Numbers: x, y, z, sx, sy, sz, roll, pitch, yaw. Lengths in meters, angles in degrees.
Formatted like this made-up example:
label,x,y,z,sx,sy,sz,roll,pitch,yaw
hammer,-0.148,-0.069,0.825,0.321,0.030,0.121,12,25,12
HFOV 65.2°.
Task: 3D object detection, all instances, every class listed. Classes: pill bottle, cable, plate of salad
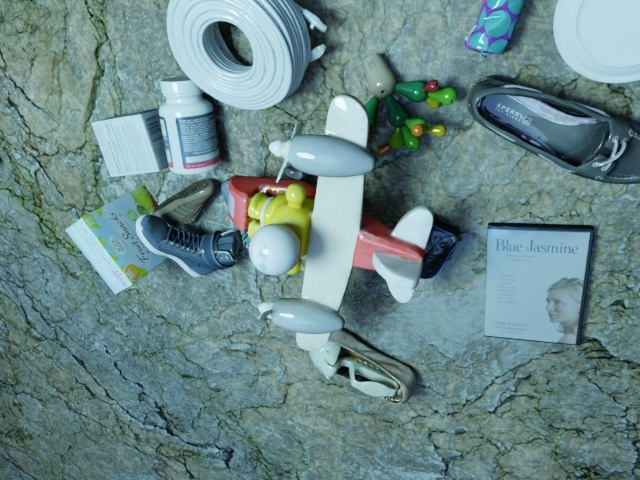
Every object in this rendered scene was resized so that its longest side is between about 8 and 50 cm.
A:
label,x,y,z,sx,sy,sz,roll,pitch,yaw
pill bottle,-0.267,-0.234,1.014,0.107,0.108,0.180,6,117,18
cable,-0.145,-0.348,0.883,0.257,0.089,0.257,37,142,-14
plate of salad,0.449,-0.332,0.729,0.199,0.048,0.200,14,129,18

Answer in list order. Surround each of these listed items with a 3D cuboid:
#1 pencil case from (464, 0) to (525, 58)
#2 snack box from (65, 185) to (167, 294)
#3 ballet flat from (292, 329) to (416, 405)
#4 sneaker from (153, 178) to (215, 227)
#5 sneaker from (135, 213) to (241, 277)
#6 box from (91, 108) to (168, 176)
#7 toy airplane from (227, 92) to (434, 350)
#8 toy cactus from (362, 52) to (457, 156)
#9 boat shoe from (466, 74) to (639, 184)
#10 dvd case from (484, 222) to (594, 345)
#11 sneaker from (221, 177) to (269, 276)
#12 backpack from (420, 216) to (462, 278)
label,x,y,z,sx,sy,sz,roll,pitch,yaw
pencil case,0.274,-0.364,0.769,0.070,0.064,0.152,7,120,-11
snack box,-0.429,-0.007,1.129,0.070,0.207,0.175,-26,104,31
ballet flat,0.068,0.280,1.141,0.315,0.106,0.108,21,120,10
sneaker,-0.294,-0.079,1.137,0.188,0.066,0.071,-18,124,33
sneaker,-0.278,-0.002,1.108,0.163,0.086,0.226,-14,144,29
box,-0.407,-0.213,1.098,0.137,0.072,0.126,-2,114,21
toy airplane,0.000,0.000,0.881,0.384,0.272,0.386,-26,91,42
toy cactus,0.119,-0.236,0.880,0.218,0.112,0.181,-22,96,37
boat shoe,0.391,-0.167,0.803,0.335,0.095,0.112,25,121,8
dvd case,0.412,0.086,0.964,0.180,0.022,0.253,3,115,20
sneaker,-0.145,-0.032,1.072,0.083,0.098,0.224,-31,101,30
backpack,0.205,0.010,0.968,0.105,0.084,0.114,26,117,11
